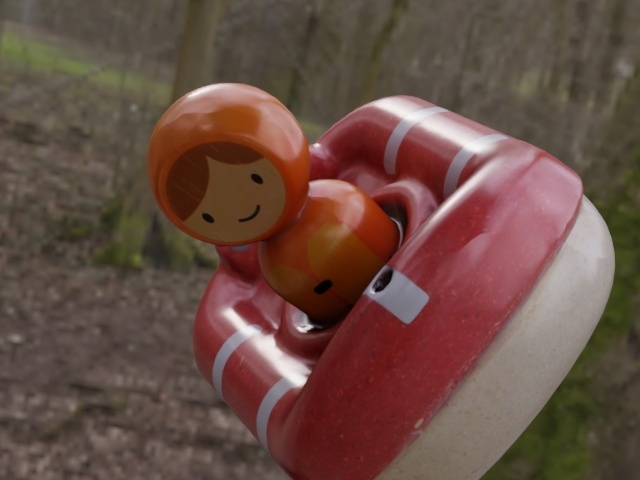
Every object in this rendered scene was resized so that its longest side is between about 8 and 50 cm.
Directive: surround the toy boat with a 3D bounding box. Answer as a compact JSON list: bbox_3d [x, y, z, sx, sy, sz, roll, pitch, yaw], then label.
[{"bbox_3d":[0.000,0.000,0.632,0.151,0.151,0.231,38,-1,-23],"label":"toy boat"}]
